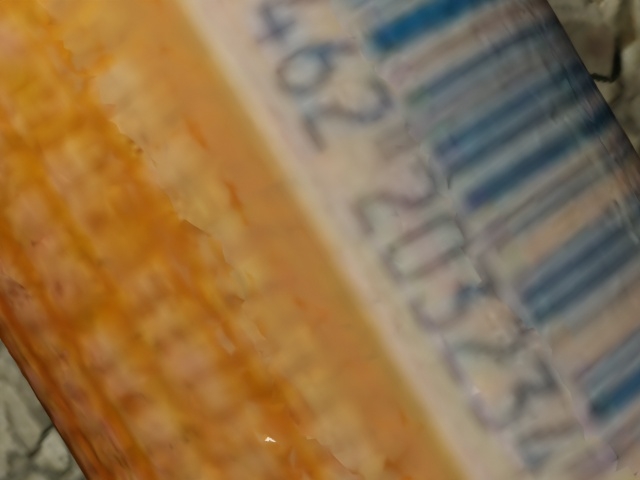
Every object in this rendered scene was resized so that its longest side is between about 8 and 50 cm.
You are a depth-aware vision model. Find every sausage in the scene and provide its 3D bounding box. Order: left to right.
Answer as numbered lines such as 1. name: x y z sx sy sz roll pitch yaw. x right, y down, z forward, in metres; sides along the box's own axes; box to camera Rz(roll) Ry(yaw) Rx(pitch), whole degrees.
1. sausage: 0.000 0.000 0.618 0.233 0.233 0.287 -32 91 18
